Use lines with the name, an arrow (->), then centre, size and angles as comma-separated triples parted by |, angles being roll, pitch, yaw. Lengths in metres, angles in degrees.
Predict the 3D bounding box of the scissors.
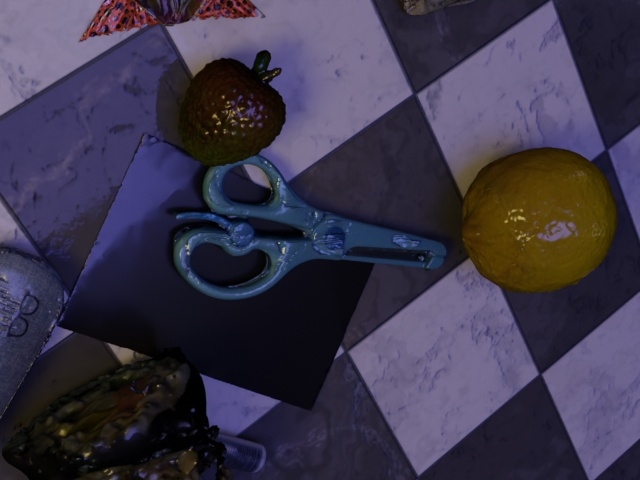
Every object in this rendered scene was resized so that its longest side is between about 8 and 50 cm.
scissors -> 0.000, 0.000, 1.185 | 0.393, 0.032, 0.180 | 9, 99, -30

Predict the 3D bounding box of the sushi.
sushi -> -0.204, 0.258, 1.038 | 0.225, 0.238, 0.218 | -28, 97, -26

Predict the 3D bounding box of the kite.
kite -> -0.168, -0.294, 1.039 | 0.222, 0.008, 0.125 | -15, 107, -25

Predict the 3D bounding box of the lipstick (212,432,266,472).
lipstick -> -0.134, 0.260, 1.185 | 0.141, 0.040, 0.040 | 23, 92, -31

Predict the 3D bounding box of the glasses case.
glasses case -> -0.375, 0.139, 1.008 | 0.109, 0.067, 0.282 | 31, 86, -29

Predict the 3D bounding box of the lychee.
lychee -> -0.097, -0.147, 1.056 | 0.114, 0.114, 0.146 | 36, 105, -31

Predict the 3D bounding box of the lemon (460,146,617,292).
lemon -> 0.288, -0.027, 1.245 | 0.231, 0.192, 0.192 | -13, 109, -25

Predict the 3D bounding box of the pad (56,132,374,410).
pad -> -0.107, 0.052, 1.164 | 0.367, 0.007, 0.247 | 23, 92, -30

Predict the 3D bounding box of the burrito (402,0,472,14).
burrito -> 0.178, -0.328, 1.192 | 0.188, 0.045, 0.058 | -21, 87, -19
